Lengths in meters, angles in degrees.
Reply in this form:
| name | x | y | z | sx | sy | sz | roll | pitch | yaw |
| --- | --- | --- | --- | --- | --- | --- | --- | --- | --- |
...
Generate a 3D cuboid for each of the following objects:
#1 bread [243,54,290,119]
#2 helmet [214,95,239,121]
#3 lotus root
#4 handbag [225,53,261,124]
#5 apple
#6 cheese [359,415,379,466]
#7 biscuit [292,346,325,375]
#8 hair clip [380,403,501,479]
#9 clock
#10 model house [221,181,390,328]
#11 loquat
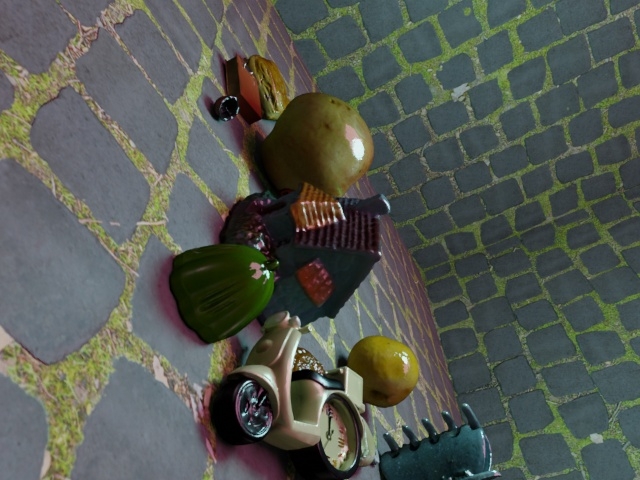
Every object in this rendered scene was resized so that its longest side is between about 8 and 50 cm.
| name | x | y | z | sx | sy | sz | roll | pitch | yaw |
| --- | --- | --- | --- | --- | --- | --- | --- | --- | --- |
| bread | -0.178 | -0.535 | 1.932 | 0.235 | 0.099 | 0.210 | 66 | 15 | -4 |
| helmet | -0.261 | -0.356 | 1.469 | 0.084 | 0.049 | 0.065 | -36 | 139 | -50 |
| lotus root | -0.147 | 0.072 | 0.984 | 0.186 | 0.186 | 0.186 | 58 | 17 | -29 |
| handbag | -0.240 | -0.471 | 1.708 | 0.127 | 0.063 | 0.190 | 45 | 29 | -53 |
| apple | -0.019 | -0.265 | 1.650 | 0.305 | 0.338 | 0.338 | 43 | 19 | -9 |
| cheese | 0.118 | 0.538 | 1.421 | 0.235 | 0.050 | 0.127 | 60 | 16 | -50 |
| biscuit | -0.005 | 0.385 | 1.248 | 0.305 | 0.038 | 0.305 | 58 | 17 | -29 |
| hair clip | 0.324 | 0.627 | 1.496 | 0.392 | 0.318 | 0.238 | 54 | 15 | -40 |
| clock | -0.043 | 0.298 | 1.050 | 0.379 | 0.120 | 0.276 | 48 | 35 | -38 |
| model house | 0.000 | 0.000 | 1.281 | 0.297 | 0.339 | 0.360 | 63 | 15 | -19 |
| loquat | 0.177 | 0.374 | 1.581 | 0.208 | 0.208 | 0.208 | 58 | 17 | -29 |
